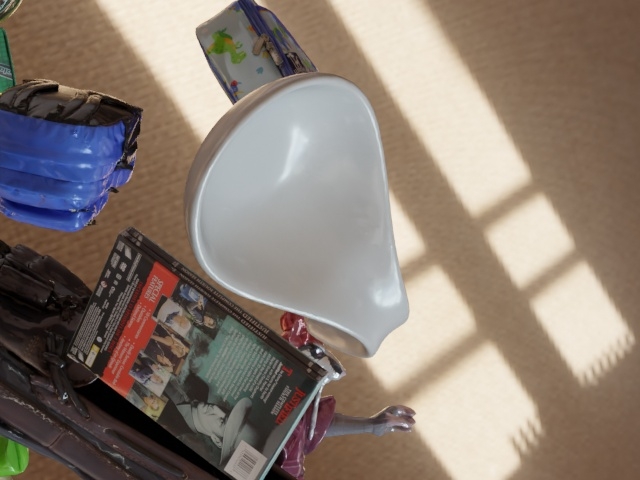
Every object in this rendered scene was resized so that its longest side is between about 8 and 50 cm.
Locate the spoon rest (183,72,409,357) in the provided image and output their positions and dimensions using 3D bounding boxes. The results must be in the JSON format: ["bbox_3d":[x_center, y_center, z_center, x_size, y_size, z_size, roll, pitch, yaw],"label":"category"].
[{"bbox_3d":[0.000,0.000,0.826,0.137,0.084,0.276,-47,150,-10],"label":"spoon rest"}]

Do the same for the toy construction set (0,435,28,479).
[{"bbox_3d":[-0.300,0.094,0.862,0.328,0.151,0.215,63,21,-4],"label":"toy construction set"}]

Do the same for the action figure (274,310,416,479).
[{"bbox_3d":[-0.071,0.238,1.343,0.248,0.275,0.370,3,96,-70],"label":"action figure"}]

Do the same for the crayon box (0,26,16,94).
[{"bbox_3d":[-0.521,-0.192,1.604,0.278,0.165,0.081,-12,98,-23],"label":"crayon box"}]

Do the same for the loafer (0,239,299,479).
[{"bbox_3d":[-0.116,0.082,0.754,0.302,0.095,0.109,47,30,-13],"label":"loafer"}]

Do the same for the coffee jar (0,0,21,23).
[{"bbox_3d":[-0.332,-0.258,1.295,0.096,0.184,0.079,35,88,-13],"label":"coffee jar"}]

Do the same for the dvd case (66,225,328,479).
[{"bbox_3d":[-0.063,0.059,0.652,0.119,0.087,0.013,36,36,10],"label":"dvd case"}]

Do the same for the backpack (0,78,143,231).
[{"bbox_3d":[-0.181,-0.057,0.930,0.120,0.097,0.101,-59,156,-80],"label":"backpack"}]

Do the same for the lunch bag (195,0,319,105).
[{"bbox_3d":[-0.042,-0.158,1.459,0.176,0.090,0.219,60,8,30],"label":"lunch bag"}]
